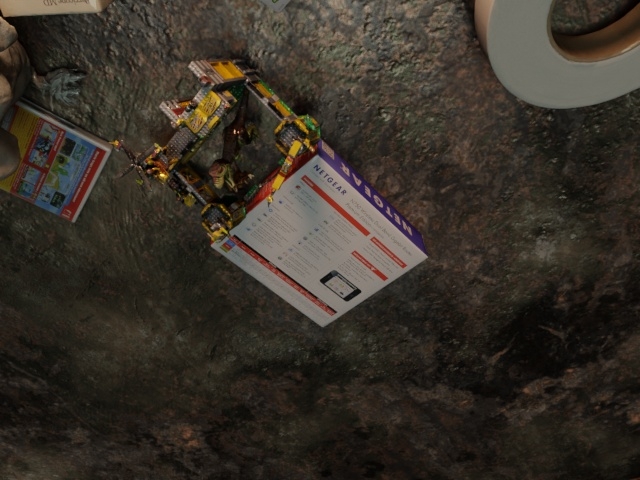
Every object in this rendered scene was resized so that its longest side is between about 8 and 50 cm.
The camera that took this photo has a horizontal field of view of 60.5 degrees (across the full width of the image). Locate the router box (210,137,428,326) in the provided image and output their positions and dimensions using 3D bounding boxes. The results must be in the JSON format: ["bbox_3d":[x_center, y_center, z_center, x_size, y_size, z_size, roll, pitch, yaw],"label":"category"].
[{"bbox_3d":[0.000,0.000,1.137,0.301,0.082,0.335,-37,120,24],"label":"router box"}]

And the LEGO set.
[{"bbox_3d":[-0.178,-0.143,0.916,0.331,0.192,0.255,-34,96,26],"label":"LEGO set"}]

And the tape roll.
[{"bbox_3d":[0.427,-0.369,0.809,0.392,0.072,0.392,-6,142,-5],"label":"tape roll"}]

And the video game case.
[{"bbox_3d":[-0.564,-0.171,1.033,0.285,0.025,0.204,29,121,-20],"label":"video game case"}]

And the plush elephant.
[{"bbox_3d":[-0.551,-0.235,0.820,0.330,0.255,0.271,4,112,-11],"label":"plush elephant"}]

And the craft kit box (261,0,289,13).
[{"bbox_3d":[-0.067,-0.469,0.732,0.250,0.061,0.247,-40,149,26],"label":"craft kit box"}]

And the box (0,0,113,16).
[{"bbox_3d":[-0.388,-0.447,0.761,0.149,0.126,0.232,-3,127,1],"label":"box"}]
